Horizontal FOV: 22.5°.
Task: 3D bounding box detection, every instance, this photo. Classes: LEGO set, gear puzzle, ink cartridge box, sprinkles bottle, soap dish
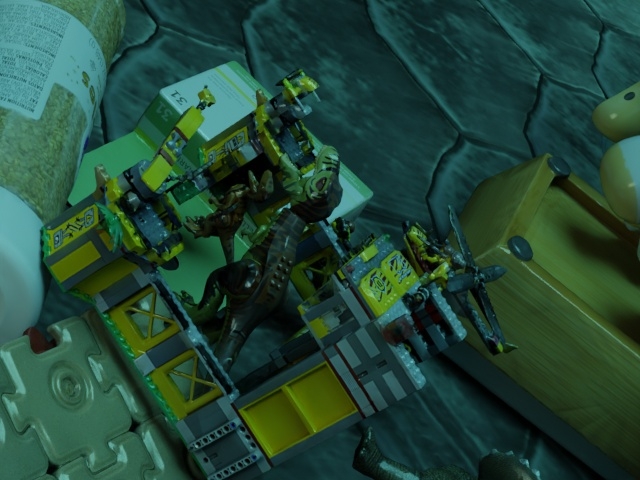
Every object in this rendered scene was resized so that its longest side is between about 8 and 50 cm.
[{"bbox_3d":[0.000,0.000,1.052,0.255,0.192,0.331,61,28,5],"label":"LEGO set"},{"bbox_3d":[-0.171,0.146,0.933,0.339,0.044,0.175,-23,86,-56],"label":"gear puzzle"},{"bbox_3d":[-0.082,-0.045,1.267,0.171,0.056,0.235,45,32,9],"label":"ink cartridge box"},{"bbox_3d":[-0.219,-0.074,1.111,0.121,0.121,0.355,27,35,-16],"label":"sprinkles bottle"},{"bbox_3d":[0.235,0.070,1.366,0.291,0.118,0.229,39,34,-1],"label":"soap dish"}]

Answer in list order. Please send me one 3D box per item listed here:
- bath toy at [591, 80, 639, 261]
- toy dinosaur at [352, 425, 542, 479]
[{"bbox_3d":[0.312,0.015,1.282,0.151,0.129,0.348,18,40,-28],"label":"bath toy"},{"bbox_3d":[0.078,0.220,1.044,0.160,0.121,0.313,20,31,-3],"label":"toy dinosaur"}]
